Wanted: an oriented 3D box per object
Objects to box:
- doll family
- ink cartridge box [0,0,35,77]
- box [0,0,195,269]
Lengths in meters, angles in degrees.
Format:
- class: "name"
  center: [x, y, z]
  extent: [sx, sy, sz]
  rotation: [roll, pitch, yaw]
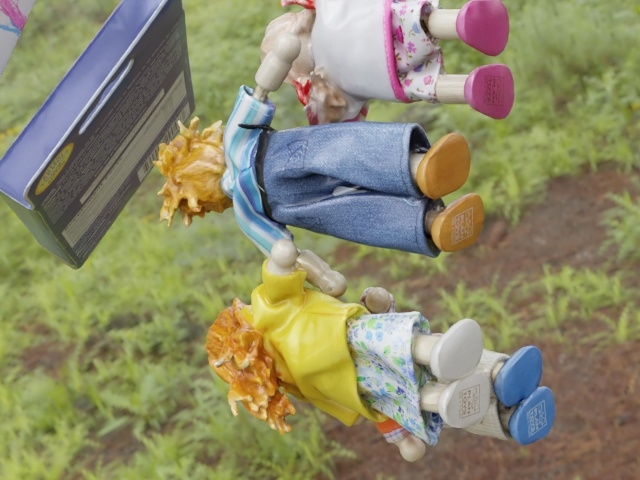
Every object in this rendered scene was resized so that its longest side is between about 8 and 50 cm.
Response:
- class: "doll family"
  center: [0.000, 0.000, 0.607]
  extent: [0.163, 0.262, 0.118]
  rotation: [6, 22, 41]
- class: "ink cartridge box"
  center: [-0.202, -0.130, 0.630]
  extent: [0.092, 0.143, 0.090]
  rotation: [30, 9, 23]
- class: "box"
  center: [-0.126, -0.064, 0.745]
  extent: [0.136, 0.036, 0.225]
  rotation: [-55, -2, -11]
